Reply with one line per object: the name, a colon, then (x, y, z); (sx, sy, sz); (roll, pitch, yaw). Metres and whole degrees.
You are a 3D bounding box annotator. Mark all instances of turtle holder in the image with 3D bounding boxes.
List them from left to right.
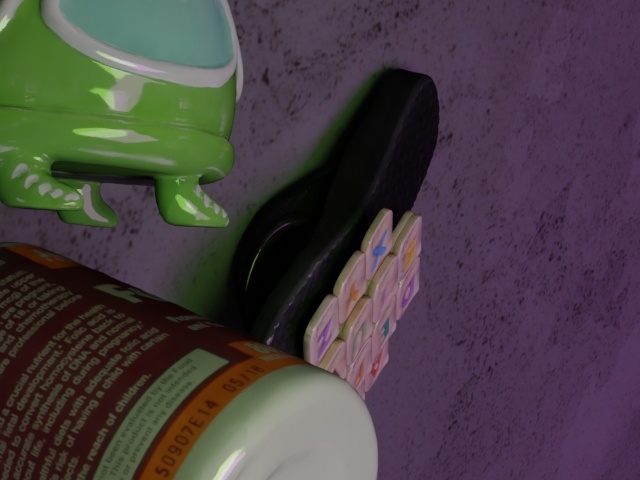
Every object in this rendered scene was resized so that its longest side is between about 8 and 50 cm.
turtle holder: (-0.209, -0.131, 1.076); (0.320, 0.243, 0.228); (5, 88, -17)

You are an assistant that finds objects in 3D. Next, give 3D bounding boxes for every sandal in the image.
sandal: (0.001, 0.001, 1.564); (0.168, 0.107, 0.446); (82, 28, -44)

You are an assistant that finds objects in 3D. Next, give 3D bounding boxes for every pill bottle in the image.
pill bottle: (-0.177, 0.131, 1.077); (0.224, 0.392, 0.224); (-34, 135, -43)

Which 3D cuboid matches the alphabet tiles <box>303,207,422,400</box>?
alphabet tiles: (0.033, 0.107, 1.543); (0.284, 0.021, 0.278); (-57, 161, -32)
